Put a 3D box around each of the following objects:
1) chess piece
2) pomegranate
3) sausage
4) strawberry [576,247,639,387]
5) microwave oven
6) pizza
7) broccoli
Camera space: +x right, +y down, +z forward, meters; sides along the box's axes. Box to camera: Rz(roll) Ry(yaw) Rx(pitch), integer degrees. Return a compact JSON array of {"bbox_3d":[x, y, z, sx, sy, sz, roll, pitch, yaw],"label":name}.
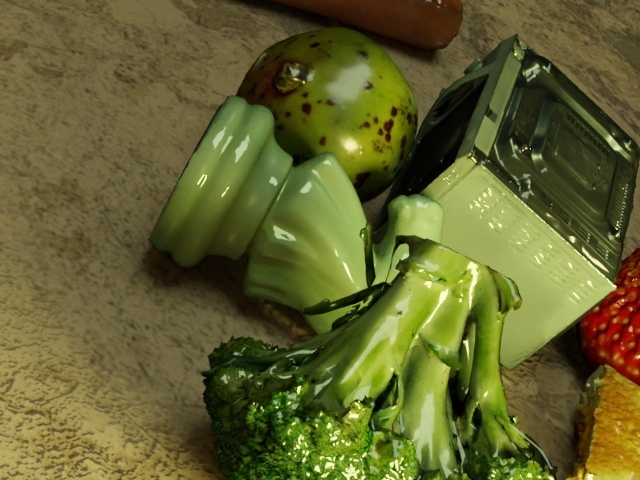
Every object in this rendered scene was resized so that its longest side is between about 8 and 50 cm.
[{"bbox_3d":[0.000,0.000,1.537,0.298,0.176,0.176,30,34,-4],"label":"chess piece"},{"bbox_3d":[0.012,-0.129,1.702,0.198,0.198,0.246,37,22,12],"label":"pomegranate"},{"bbox_3d":[-0.012,-0.327,2.023,0.419,0.094,0.094,13,8,-22],"label":"sausage"},{"bbox_3d":[0.427,0.096,1.675,0.257,0.261,0.261,22,34,-23],"label":"strawberry"},{"bbox_3d":[0.209,-0.052,1.707,0.237,0.181,0.295,41,32,-9],"label":"microwave oven"},{"bbox_3d":[0.302,0.241,1.520,0.228,0.081,0.289,0,43,-46],"label":"pizza"},{"bbox_3d":[0.042,0.134,1.294,0.304,0.283,0.321,25,1,-31],"label":"broccoli"}]
